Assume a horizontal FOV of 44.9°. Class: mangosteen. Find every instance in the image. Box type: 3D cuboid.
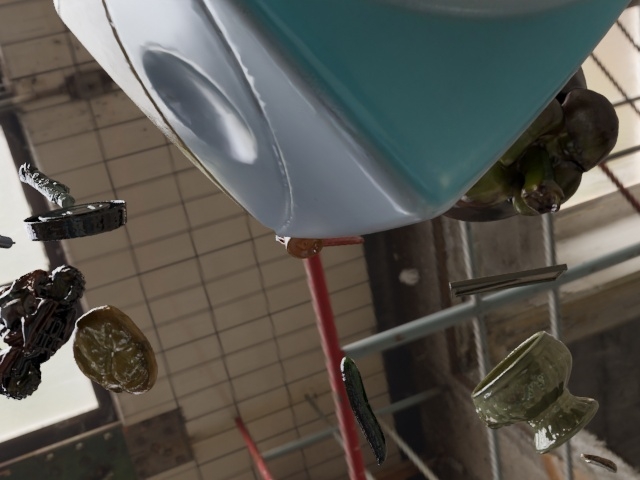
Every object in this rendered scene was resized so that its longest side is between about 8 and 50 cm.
[{"bbox_3d":[0.238,-0.167,1.034,0.313,0.297,0.297,0,110,44],"label":"mangosteen"}]

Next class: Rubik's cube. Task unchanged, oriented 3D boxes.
[{"bbox_3d":[0.011,-0.231,0.676,0.352,0.351,0.347,49,161,-17],"label":"Rubik's cube"}]

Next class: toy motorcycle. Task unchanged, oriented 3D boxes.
[{"bbox_3d":[-0.630,0.221,1.569,0.207,0.401,0.134,15,168,28],"label":"toy motorcycle"}]

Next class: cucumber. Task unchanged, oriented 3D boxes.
[{"bbox_3d":[0.105,0.414,1.885,0.284,0.056,0.056,70,165,-7],"label":"cucumber"}]

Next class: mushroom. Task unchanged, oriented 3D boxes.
[{"bbox_3d":[0.621,0.492,1.718,0.049,0.101,0.019,-24,44,60],"label":"mushroom"}]

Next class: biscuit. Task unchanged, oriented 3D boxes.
[{"bbox_3d":[-0.436,0.233,1.620,0.203,0.041,0.260,22,131,10],"label":"biscuit"}]

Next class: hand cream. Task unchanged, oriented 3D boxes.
[{"bbox_3d":[-0.062,-0.099,1.793,0.140,0.089,0.314,40,-154,-36],"label":"hand cream"}]

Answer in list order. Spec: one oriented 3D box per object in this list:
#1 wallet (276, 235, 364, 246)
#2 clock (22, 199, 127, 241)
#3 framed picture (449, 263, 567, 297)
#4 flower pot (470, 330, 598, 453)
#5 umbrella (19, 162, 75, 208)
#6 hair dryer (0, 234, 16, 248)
[{"bbox_3d":[0.000,0.000,1.902,0.103,0.196,0.020,19,108,58],"label":"wallet"},{"bbox_3d":[-0.441,-0.035,1.401,0.184,0.184,0.040,-155,55,-69],"label":"clock"},{"bbox_3d":[0.441,0.099,1.843,0.192,0.265,0.018,51,-151,-75],"label":"framed picture"},{"bbox_3d":[0.583,0.424,2.094,0.244,0.307,0.307,48,159,12],"label":"flower pot"},{"bbox_3d":[-0.580,-0.118,1.646,0.188,0.050,0.046,29,154,37],"label":"umbrella"},{"bbox_3d":[-0.424,-0.007,0.994,0.114,0.037,0.063,29,-97,-76],"label":"hair dryer"}]
